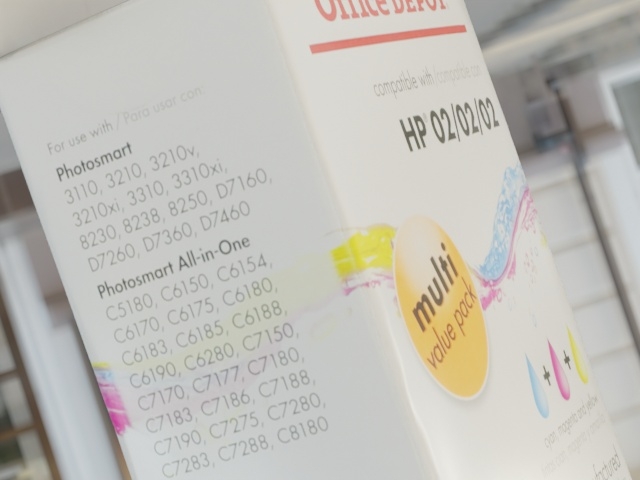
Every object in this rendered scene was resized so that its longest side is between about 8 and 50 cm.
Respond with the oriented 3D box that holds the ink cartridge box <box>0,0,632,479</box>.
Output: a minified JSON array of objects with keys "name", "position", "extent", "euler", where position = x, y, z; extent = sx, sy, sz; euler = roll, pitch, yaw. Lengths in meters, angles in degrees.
[{"name":"ink cartridge box","position":[0.000,0.000,0.383],"extent":[0.061,0.181,0.104],"euler":[-20,-179,25]}]
